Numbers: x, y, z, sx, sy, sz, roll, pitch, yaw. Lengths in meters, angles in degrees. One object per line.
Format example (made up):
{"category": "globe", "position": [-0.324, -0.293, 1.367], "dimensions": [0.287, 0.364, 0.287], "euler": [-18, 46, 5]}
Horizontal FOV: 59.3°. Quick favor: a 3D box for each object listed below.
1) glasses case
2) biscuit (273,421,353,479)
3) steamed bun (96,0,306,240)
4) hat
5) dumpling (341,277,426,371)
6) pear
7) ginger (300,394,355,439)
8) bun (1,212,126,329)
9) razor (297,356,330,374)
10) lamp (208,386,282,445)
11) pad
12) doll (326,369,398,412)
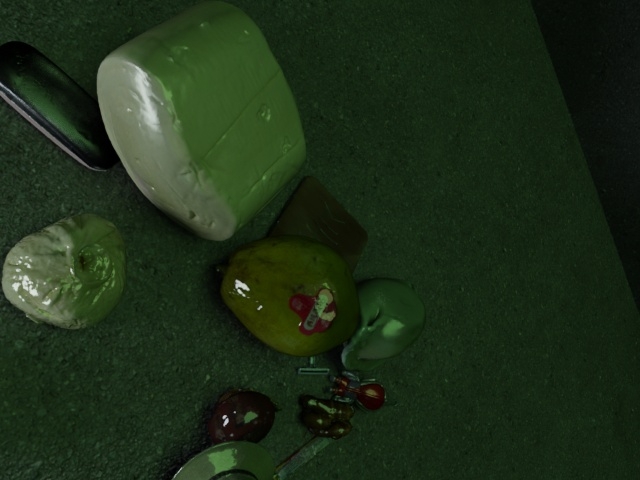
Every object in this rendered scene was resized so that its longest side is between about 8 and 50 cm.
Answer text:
{"category": "glasses case", "position": [-0.543, -0.276, 1.177], "dimensions": [0.314, 0.075, 0.122], "euler": [44, 55, -25]}
{"category": "biscuit", "position": [-0.021, 0.543, 1.469], "dimensions": [0.292, 0.026, 0.048], "euler": [-25, 94, -38]}
{"category": "steamed bun", "position": [-0.267, -0.249, 1.236], "dimensions": [0.371, 0.290, 0.455], "euler": [-50, 133, -35]}
{"category": "hat", "position": [-0.194, 0.571, 1.200], "dimensions": [0.257, 0.130, 0.257], "euler": [-11, 117, -24]}
{"category": "dumpling", "position": [0.178, 0.237, 1.562], "dimensions": [0.321, 0.212, 0.269], "euler": [1, 84, -28]}
{"category": "pear", "position": [-0.085, 0.121, 1.350], "dimensions": [0.375, 0.287, 0.287], "euler": [20, 69, -9]}
{"category": "ginger", "position": [0.014, 0.470, 1.482], "dimensions": [0.162, 0.073, 0.103], "euler": [20, 54, -20]}
{"category": "bun", "position": [-0.497, 0.058, 1.113], "dimensions": [0.244, 0.153, 0.243], "euler": [9, 74, -32]}
{"category": "razor", "position": [-0.019, 0.255, 1.521], "dimensions": [0.084, 0.036, 0.211], "euler": [5, 72, -15]}
{"category": "lamp", "position": [-0.187, 0.408, 1.302], "dimensions": [0.135, 0.156, 0.157], "euler": [51, 8, 30]}
{"category": "pad", "position": [0.000, 0.000, 1.575], "dimensions": [0.286, 0.018, 0.284], "euler": [44, 55, -23]}
{"category": "doll", "position": [0.123, 0.427, 1.569], "dimensions": [0.228, 0.075, 0.102], "euler": [20, 84, -23]}
